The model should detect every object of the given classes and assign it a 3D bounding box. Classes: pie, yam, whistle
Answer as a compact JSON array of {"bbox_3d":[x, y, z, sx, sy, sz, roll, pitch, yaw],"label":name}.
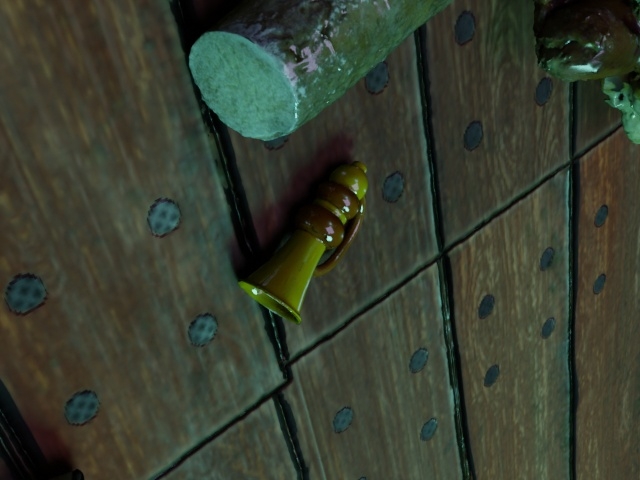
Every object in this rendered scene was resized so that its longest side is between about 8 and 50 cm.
[{"bbox_3d":[0.268,-0.208,0.598,0.274,0.105,0.257,18,88,-46],"label":"pie"},{"bbox_3d":[0.016,-0.129,0.425,0.179,0.078,0.078,-42,133,-18],"label":"yam"},{"bbox_3d":[0.002,0.002,0.503,0.109,0.046,0.057,-52,121,-18],"label":"whistle"}]

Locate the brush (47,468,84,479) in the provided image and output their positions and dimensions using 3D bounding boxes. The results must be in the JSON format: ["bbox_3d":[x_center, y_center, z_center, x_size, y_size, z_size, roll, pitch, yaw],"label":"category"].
[{"bbox_3d":[-0.137,0.276,0.501,0.065,0.070,0.328,-17,125,-14],"label":"brush"}]
